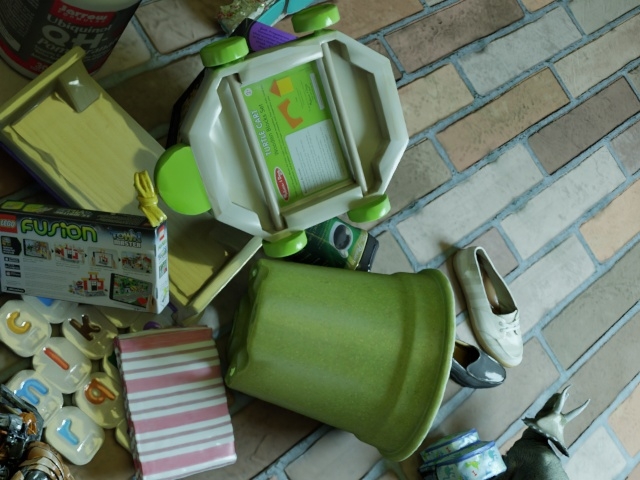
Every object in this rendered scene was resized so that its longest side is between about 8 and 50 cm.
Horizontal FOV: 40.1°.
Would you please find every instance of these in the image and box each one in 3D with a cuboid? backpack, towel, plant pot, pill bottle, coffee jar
[{"bbox_3d":[0.211,0.332,1.318,0.105,0.114,0.084,-15,80,-33],"label":"backpack"},{"bbox_3d":[-0.191,0.212,1.158,0.144,0.029,0.196,-4,75,-36],"label":"towel"},{"bbox_3d":[0.011,0.142,1.205,0.254,0.276,0.275,15,64,-13],"label":"plant pot"},{"bbox_3d":[-0.316,-0.347,1.139,0.176,0.318,0.176,11,67,-27],"label":"pill bottle"},{"bbox_3d":[0.000,0.000,1.342,0.184,0.079,0.096,31,56,-16],"label":"coffee jar"}]

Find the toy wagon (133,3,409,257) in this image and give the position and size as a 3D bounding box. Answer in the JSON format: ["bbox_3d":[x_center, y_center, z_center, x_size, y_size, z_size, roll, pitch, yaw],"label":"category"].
[{"bbox_3d":[-0.062,-0.116,1.052,0.345,0.068,0.267,-23,112,-15],"label":"toy wagon"}]

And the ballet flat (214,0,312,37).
[{"bbox_3d":[-0.082,-0.404,1.452,0.077,0.091,0.241,36,50,12],"label":"ballet flat"}]

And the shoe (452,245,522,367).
[{"bbox_3d":[0.290,0.111,1.485,0.077,0.058,0.219,-19,82,-35],"label":"shoe"}]

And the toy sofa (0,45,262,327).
[{"bbox_3d":[-0.258,-0.060,1.163,0.362,0.177,0.150,45,65,-8],"label":"toy sofa"}]

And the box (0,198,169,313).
[{"bbox_3d":[-0.288,0.019,1.060,0.207,0.114,0.036,8,24,10],"label":"box"}]

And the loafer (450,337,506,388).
[{"bbox_3d":[0.239,0.197,1.419,0.170,0.061,0.062,21,61,-24],"label":"loafer"}]

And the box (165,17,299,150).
[{"bbox_3d":[-0.097,-0.162,1.228,0.165,0.270,0.143,16,65,-25],"label":"box"}]

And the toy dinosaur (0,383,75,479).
[{"bbox_3d":[-0.355,0.284,0.985,0.322,0.164,0.218,30,43,-4],"label":"toy dinosaur"}]

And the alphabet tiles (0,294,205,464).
[{"bbox_3d":[-0.278,0.145,1.155,0.278,0.021,0.284,44,56,-12],"label":"alphabet tiles"}]

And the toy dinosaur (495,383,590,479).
[{"bbox_3d":[0.335,0.390,1.342,0.121,0.160,0.313,6,68,-29],"label":"toy dinosaur"}]
